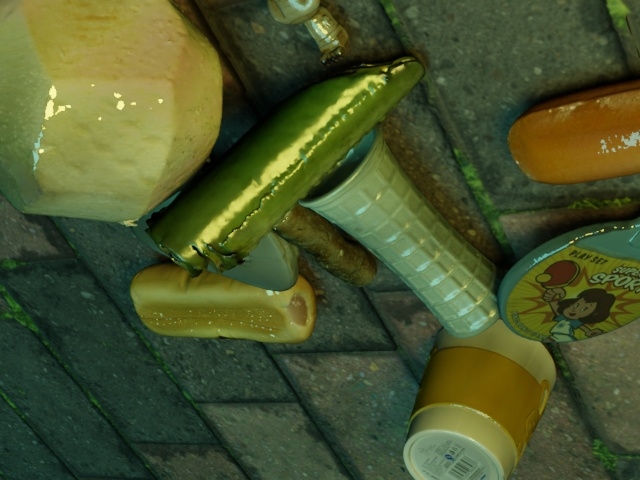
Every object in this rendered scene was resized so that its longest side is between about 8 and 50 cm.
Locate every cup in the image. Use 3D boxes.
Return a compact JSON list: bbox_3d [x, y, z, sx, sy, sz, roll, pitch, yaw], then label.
[{"bbox_3d":[0.219,0.261,1.633,0.185,0.226,0.241,14,131,16],"label":"cup"}]

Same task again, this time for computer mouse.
[{"bbox_3d":[-0.172,-0.016,1.620,0.331,0.095,0.197,18,146,38],"label":"computer mouse"}]

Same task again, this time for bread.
[{"bbox_3d":[-0.150,0.088,1.763,0.305,0.091,0.142,1,129,29],"label":"bread"}]

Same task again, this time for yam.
[{"bbox_3d":[0.000,0.000,1.532,0.061,0.061,0.253,0,160,30],"label":"yam"}]

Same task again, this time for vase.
[{"bbox_3d":[0.119,-0.004,1.482,0.143,0.143,0.299,-22,124,43],"label":"vase"}]

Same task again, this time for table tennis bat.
[{"bbox_3d":[0.353,0.029,1.407,0.215,0.044,0.329,16,136,-24],"label":"table tennis bat"}]

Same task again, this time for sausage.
[{"bbox_3d":[0.335,-0.122,1.252,0.274,0.105,0.105,-9,128,36],"label":"sausage"}]

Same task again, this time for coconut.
[{"bbox_3d":[-0.311,-0.183,1.402,0.352,0.353,0.353,16,139,14],"label":"coconut"}]

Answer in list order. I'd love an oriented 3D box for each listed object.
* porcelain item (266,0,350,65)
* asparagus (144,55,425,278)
[{"bbox_3d":[-0.037,-0.296,1.312,0.084,0.054,0.213,-18,122,44],"label":"porcelain item"},{"bbox_3d":[-0.043,-0.104,1.384,0.382,0.128,0.108,-43,121,3],"label":"asparagus"}]
